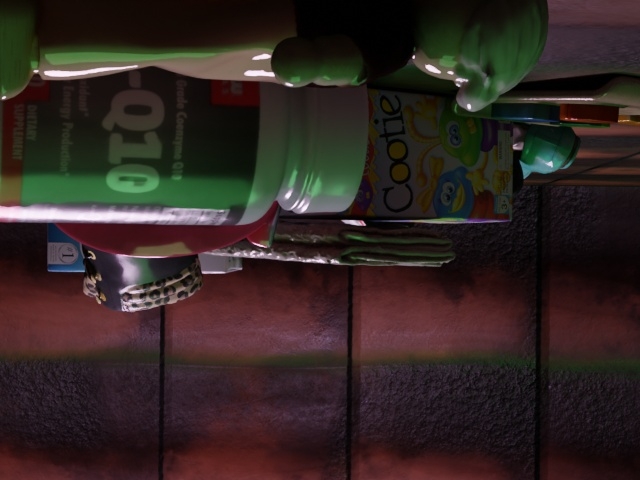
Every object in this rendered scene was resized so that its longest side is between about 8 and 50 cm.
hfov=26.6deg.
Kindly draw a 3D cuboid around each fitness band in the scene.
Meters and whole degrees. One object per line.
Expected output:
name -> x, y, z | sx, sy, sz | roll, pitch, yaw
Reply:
fitness band -> -0.130, -0.075, 1.182 | 0.209, 0.054, 0.291 | 12, -148, -4

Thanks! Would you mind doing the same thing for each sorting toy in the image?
sorting toy -> 0.328, -0.142, 1.517 | 0.307, 0.041, 0.229 | 1, 179, -41

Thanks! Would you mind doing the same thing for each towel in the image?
towel -> 0.000, 0.000, 1.550 | 0.187, 0.049, 0.282 | 3, 180, -42

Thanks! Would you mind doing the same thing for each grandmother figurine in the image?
grandmother figurine -> -0.021, -0.130, 0.821 | 0.342, 0.104, 0.208 | -2, -152, -14

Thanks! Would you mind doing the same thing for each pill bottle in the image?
pill bottle -> -0.117, -0.092, 1.021 | 0.283, 0.161, 0.161 | 0, 180, -16

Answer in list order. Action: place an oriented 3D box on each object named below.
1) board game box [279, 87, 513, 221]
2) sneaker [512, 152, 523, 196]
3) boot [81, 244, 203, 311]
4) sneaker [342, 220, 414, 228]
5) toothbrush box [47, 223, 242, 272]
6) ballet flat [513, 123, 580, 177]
board game box -> 0.079, -0.094, 1.560 | 0.275, 0.144, 0.142 | 0, 180, -40
sneaker -> 0.144, -0.093, 1.756 | 0.234, 0.084, 0.097 | 6, 170, -2
boot -> -0.351, -0.030, 1.974 | 0.377, 0.284, 0.138 | -5, -136, 0
sneaker -> 0.013, -0.084, 2.049 | 0.270, 0.090, 0.145 | 33, 165, -29
toothbrush box -> -0.278, -0.058, 2.166 | 0.295, 0.216, 0.126 | 0, -178, 10
ballet flat -> 0.269, -0.131, 1.821 | 0.087, 0.083, 0.247 | 25, 175, -9
